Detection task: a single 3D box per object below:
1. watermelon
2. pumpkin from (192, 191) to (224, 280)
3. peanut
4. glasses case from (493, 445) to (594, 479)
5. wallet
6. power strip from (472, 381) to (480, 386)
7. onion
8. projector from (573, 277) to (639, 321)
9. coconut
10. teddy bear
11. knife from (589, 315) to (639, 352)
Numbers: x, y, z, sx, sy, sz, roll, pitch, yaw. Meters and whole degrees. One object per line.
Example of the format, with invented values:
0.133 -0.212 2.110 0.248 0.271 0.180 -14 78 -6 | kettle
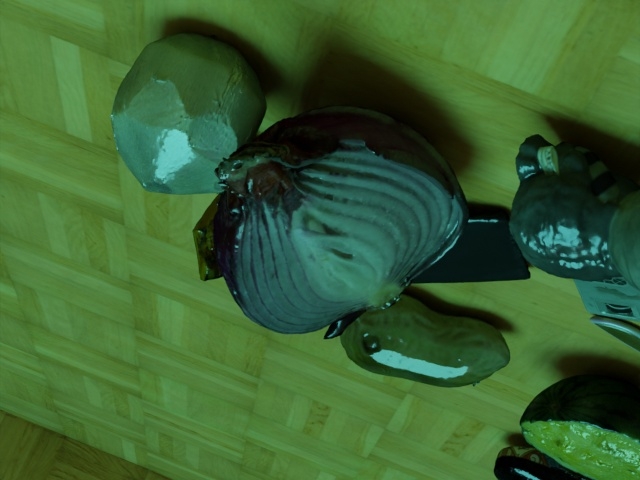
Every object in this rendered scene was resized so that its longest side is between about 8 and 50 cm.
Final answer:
0.391 0.256 1.740 0.232 0.127 0.204 32 155 -18 | watermelon
-0.107 -0.047 1.521 0.119 0.107 0.183 -126 29 -60 | pumpkin
0.140 0.135 1.736 0.236 0.120 0.110 9 -170 18 | peanut
0.442 0.414 2.104 0.321 0.082 0.122 18 158 7 | glasses case
0.098 0.018 1.520 0.285 0.030 0.146 -5 152 18 | wallet
0.216 0.182 1.860 0.055 0.035 0.083 6 150 35 | power strip
-0.014 -0.059 1.311 0.267 0.159 0.349 -32 144 7 | onion
0.354 0.040 1.383 0.147 0.061 0.115 9 153 29 | projector
-0.143 -0.125 1.341 0.161 0.162 0.161 18 157 8 | coconut
0.316 -0.009 1.216 0.251 0.144 0.171 19 162 31 | teddy bear
0.448 0.155 1.605 0.256 0.022 0.046 27 161 -11 | knife
